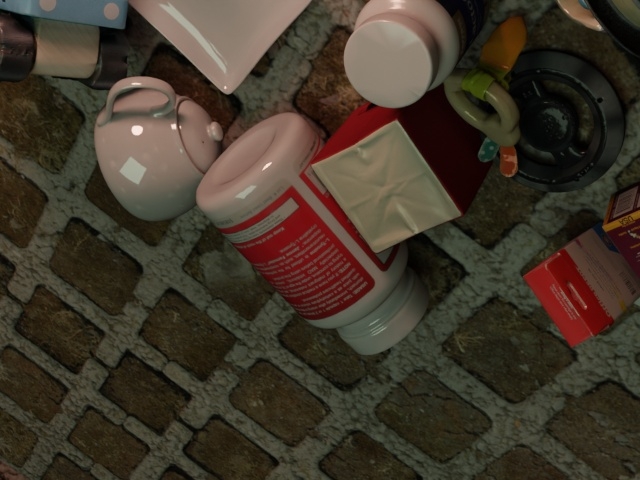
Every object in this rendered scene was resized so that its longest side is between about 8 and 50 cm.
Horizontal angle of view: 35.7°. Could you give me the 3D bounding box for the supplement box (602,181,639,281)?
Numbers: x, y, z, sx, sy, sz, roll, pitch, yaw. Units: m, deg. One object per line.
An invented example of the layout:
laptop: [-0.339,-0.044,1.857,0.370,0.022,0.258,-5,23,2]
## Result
supplement box: [0.524,0.010,1.530,0.081,0.104,0.188,-28,107,37]

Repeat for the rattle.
rattle: [0.277,-0.213,1.499,0.130,0.142,0.199,-1,143,44]

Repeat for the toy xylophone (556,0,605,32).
toy xylophone: [0.342,-0.438,1.238,0.236,0.081,0.322,-39,109,-6]

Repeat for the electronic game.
electronic game: [0.350,-0.180,1.520,0.229,0.048,0.229,14,122,24]

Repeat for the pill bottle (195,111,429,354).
pill bottle: [0.000,0.000,1.686,0.229,0.229,0.407,-23,119,36]

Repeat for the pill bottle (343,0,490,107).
pill bottle: [0.136,-0.298,1.402,0.153,0.264,0.153,13,127,18]

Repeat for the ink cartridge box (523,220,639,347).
ink cartridge box: [0.404,0.071,1.532,0.078,0.231,0.134,-39,81,40]

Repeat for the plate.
plate: [-0.172,-0.418,1.617,0.277,0.045,0.278,44,130,-6]

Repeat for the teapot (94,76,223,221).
teapot: [-0.259,-0.165,1.722,0.187,0.256,0.252,-18,99,20]

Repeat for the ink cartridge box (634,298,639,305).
ink cartridge box: [0.518,0.076,1.629,0.083,0.028,0.048,27,129,8]

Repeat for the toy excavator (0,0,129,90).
toy excavator: [-0.404,-0.465,1.571,0.433,0.222,0.444,22,108,50]

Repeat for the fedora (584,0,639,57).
fedora: [0.438,-0.379,1.157,0.334,0.334,0.152,59,158,-19]

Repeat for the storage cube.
storage cube: [0.136,-0.124,1.573,0.184,0.193,0.215,-24,108,37]
